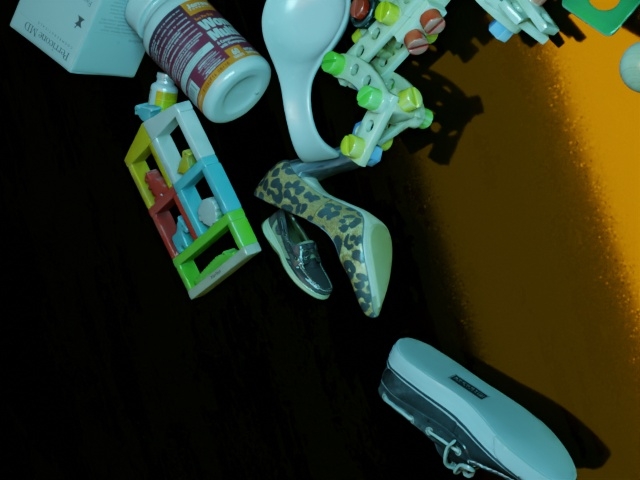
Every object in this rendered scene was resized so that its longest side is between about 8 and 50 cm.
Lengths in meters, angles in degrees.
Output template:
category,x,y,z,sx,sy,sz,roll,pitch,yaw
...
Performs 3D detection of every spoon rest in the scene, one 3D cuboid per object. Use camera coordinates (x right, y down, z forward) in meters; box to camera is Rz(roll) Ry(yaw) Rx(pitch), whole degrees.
category,x,y,z,sx,sy,sz,roll,pitch,yaw
spoon rest,-0.017,-0.253,1.638,0.137,0.084,0.277,-8,78,23

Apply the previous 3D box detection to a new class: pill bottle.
category,x,y,z,sx,sy,sz,roll,pitch,yaw
pill bottle,-0.184,-0.286,1.737,0.221,0.121,0.121,47,114,20
pill bottle,-0.244,-0.217,1.822,0.043,0.043,0.083,17,102,29

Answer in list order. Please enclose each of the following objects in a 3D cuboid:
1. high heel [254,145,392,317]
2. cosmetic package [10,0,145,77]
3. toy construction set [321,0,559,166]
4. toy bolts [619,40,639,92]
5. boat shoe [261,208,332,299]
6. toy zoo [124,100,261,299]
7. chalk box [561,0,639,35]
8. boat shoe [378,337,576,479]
category,x,y,z,sx,sy,sz,roll,pitch,yaw
high heel,0.000,0.000,1.655,0.186,0.093,0.261,-17,68,24
cosmetic package,-0.348,-0.368,1.811,0.151,0.151,0.184,37,111,24
toy construction set,0.136,-0.259,1.530,0.327,0.151,0.215,-35,51,20
toy bolts,0.462,-0.175,1.358,0.158,0.218,0.229,5,129,44
boat shoe,-0.029,0.017,1.702,0.152,0.056,0.049,52,121,18
toy zoo,-0.205,-0.076,1.767,0.192,0.030,0.293,-37,77,50
chalk box,0.387,-0.372,1.336,0.180,0.179,0.289,46,117,38
boat shoe,0.195,0.254,1.553,0.306,0.113,0.105,34,116,27
